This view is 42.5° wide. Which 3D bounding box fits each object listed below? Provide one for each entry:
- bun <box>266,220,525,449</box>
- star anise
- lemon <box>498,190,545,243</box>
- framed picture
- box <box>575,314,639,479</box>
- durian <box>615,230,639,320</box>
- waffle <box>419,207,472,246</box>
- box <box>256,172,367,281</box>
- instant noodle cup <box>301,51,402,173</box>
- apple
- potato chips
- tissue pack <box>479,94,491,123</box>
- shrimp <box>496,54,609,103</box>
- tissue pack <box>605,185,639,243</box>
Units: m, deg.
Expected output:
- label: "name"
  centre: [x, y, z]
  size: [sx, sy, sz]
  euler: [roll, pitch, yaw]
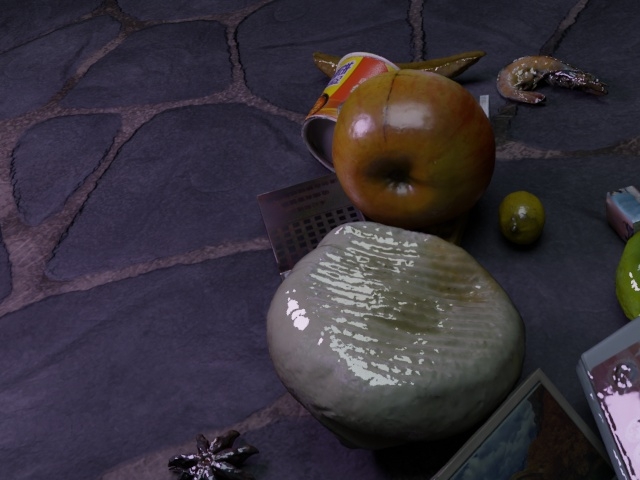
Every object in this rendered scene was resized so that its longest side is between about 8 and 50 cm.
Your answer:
- label: "bun"
  centre: [0.098, 0.149, 1.145]
  size: [0.365, 0.219, 0.365]
  euler: [5, 38, -4]
- label: "star anise"
  centre: [-0.151, 0.316, 1.156]
  size: [0.141, 0.042, 0.141]
  euler: [-7, 41, 6]
- label: "lemon"
  centre: [0.343, -0.041, 1.401]
  size: [0.082, 0.082, 0.111]
  euler: [-3, 35, 13]
- label: "framed picture"
  centre: [0.248, 0.299, 0.993]
  size: [0.250, 0.016, 0.184]
  euler: [-37, 87, -27]
- label: "box"
  centre: [0.441, 0.222, 0.984]
  size: [0.182, 0.175, 0.312]
  euler: [-37, 34, 23]
- label: "durian"
  centre: [0.514, 0.055, 1.225]
  size: [0.139, 0.101, 0.250]
  euler: [14, 47, 28]
- label: "waffle"
  centre: [0.201, -0.025, 1.469]
  size: [0.125, 0.032, 0.191]
  euler: [1, 39, 22]
- label: "box"
  centre: [0.001, 0.000, 1.476]
  size: [0.180, 0.047, 0.325]
  euler: [-17, 40, -4]
- label: "instant noodle cup"
  centre: [0.075, -0.236, 1.625]
  size: [0.213, 0.213, 0.174]
  euler: [18, 58, 32]
- label: "apple"
  centre: [0.156, -0.154, 1.406]
  size: [0.286, 0.286, 0.233]
  euler: [0, 34, 16]
- label: "potato chips"
  centre: [0.170, -0.386, 1.859]
  size: [0.407, 0.080, 0.057]
  euler: [4, 27, 23]
- label: "tissue pack"
  centre: [0.332, -0.242, 1.658]
  size: [0.023, 0.056, 0.108]
  euler: [-3, 40, 14]
- label: "shrimp"
  centre: [0.481, -0.328, 1.729]
  size: [0.143, 0.052, 0.251]
  euler: [-46, 41, -19]
- label: "tissue pack"
  centre: [0.515, -0.037, 1.354]
  size: [0.058, 0.074, 0.094]
  euler: [-19, 37, -2]
